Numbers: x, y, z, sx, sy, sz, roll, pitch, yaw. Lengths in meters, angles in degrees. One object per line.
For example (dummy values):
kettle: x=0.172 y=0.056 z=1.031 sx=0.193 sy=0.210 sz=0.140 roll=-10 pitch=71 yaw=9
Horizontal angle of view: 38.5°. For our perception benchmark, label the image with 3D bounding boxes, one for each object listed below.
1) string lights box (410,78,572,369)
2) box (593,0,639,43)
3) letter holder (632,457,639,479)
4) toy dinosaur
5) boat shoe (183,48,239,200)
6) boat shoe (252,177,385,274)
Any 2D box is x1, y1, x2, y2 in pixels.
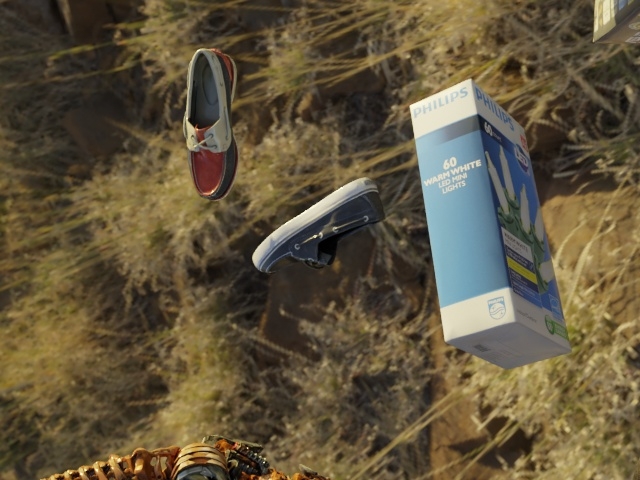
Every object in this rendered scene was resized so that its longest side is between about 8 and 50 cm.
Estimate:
string lights box: x=0.168 y=-0.014 z=0.919 sx=0.077 sy=0.133 sz=0.259 roll=-21 pitch=61 yaw=30
box: x=0.351 y=-0.378 z=0.877 sx=0.097 sy=0.395 sz=0.318 roll=0 pitch=93 yaw=5
letter holder: x=0.369 y=0.333 z=0.826 sx=0.215 sy=0.301 sz=0.152 roll=19 pitch=144 yaw=19
toy dinosaur: x=-0.119 y=0.284 z=0.917 sx=0.218 sy=0.322 sz=0.164 roll=-106 pitch=22 yaw=-47
boat shoe: x=-0.100 y=-0.103 z=0.822 sx=0.049 sy=0.043 sz=0.136 roll=5 pitch=96 yaw=15
boat shoe: x=0.000 y=0.000 z=1.291 sx=0.229 sy=0.080 sz=0.076 roll=-33 pitch=73 yaw=26
